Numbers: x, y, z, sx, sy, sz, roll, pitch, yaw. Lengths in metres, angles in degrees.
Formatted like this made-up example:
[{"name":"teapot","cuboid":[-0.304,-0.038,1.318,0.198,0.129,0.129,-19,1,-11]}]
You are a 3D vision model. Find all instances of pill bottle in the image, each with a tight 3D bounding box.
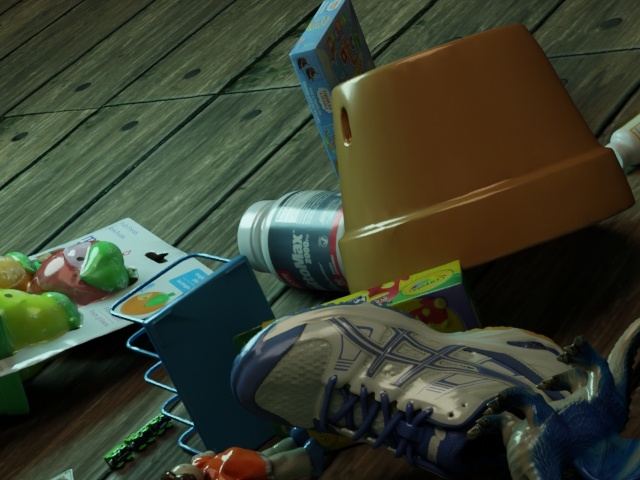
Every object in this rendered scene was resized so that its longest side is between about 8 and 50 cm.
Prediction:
[{"name":"pill bottle","cuboid":[0.000,0.000,1.811,0.180,0.108,0.108,3,35,46]},{"name":"pill bottle","cuboid":[0.343,-0.109,1.813,0.083,0.043,0.043,-35,26,-24]}]

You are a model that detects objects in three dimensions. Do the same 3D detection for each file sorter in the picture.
[{"name":"file sorter","cuboid":[-0.108,0.110,1.603,0.118,0.170,0.104,-36,24,-26]}]

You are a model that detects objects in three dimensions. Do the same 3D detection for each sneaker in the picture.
[{"name":"sneaker","cuboid":[0.076,0.129,1.377,0.296,0.112,0.131,2,31,-6]}]

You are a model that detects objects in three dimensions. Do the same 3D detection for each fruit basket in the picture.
[{"name":"fruit basket","cuboid":[-0.325,0.061,1.909,0.353,0.165,0.327,-27,24,-17]}]

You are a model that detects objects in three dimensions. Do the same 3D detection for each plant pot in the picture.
[{"name":"plant pot","cuboid":[0.136,-0.084,1.632,0.291,0.203,0.291,-19,2,1]}]

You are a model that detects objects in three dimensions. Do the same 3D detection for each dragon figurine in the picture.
[{"name":"dragon figurine","cuboid":[0.214,0.157,1.292,0.289,0.144,0.085,-29,-20,-34]}]

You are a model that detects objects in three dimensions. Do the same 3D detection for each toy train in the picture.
[{"name":"toy train","cuboid":[-0.181,0.197,1.673,0.083,0.017,0.024,-38,18,-30]}]

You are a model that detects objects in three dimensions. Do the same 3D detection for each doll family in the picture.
[{"name":"doll family","cuboid":[-0.035,0.249,1.333,0.163,0.118,0.263,-14,18,-26]}]

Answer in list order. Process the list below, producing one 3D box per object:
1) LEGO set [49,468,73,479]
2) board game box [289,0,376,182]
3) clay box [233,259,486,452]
[{"name":"LEGO set","cuboid":[-0.286,0.307,1.527,0.182,0.060,0.244,-29,16,-6]},{"name":"board game box","cuboid":[0.035,-0.162,1.987,0.039,0.211,0.160,-12,26,23]},{"name":"clay box","cuboid":[0.042,0.113,1.516,0.222,0.127,0.053,-19,24,10]}]
